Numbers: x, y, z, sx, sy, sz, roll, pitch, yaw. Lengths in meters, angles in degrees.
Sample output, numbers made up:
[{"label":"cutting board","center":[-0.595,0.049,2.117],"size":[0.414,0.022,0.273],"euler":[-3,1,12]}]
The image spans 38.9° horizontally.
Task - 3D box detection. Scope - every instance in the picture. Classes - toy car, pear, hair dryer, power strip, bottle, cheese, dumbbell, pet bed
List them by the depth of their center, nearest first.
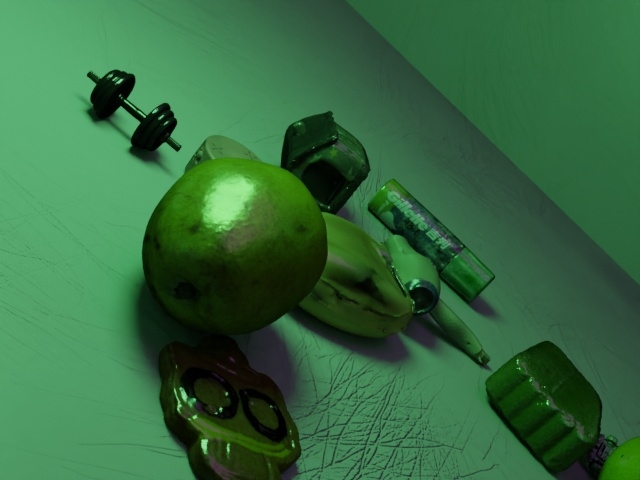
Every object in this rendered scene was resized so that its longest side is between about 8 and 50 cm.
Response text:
[{"label":"pear","center":[-0.123,0.011,1.287],"size":[0.253,0.253,0.307],"euler":[39,34,-3]},{"label":"dumbbell","center":[-0.327,-0.228,1.594],"size":[0.208,0.099,0.099],"euler":[40,23,0]},{"label":"cheese","center":[0.022,0.051,1.604],"size":[0.316,0.128,0.259],"euler":[23,24,-49]},{"label":"power strip","center":[-0.170,-0.119,1.665],"size":[0.154,0.078,0.154],"euler":[31,27,-18]},{"label":"pear","center":[0.615,0.451,1.667],"size":[0.187,0.220,0.187],"euler":[31,28,-19]},{"label":"toy car","center":[0.604,0.469,1.812],"size":[0.186,0.058,0.093],"euler":[38,57,4]},{"label":"pet bed","center":[-0.010,-0.160,1.842],"size":[0.159,0.183,0.211],"euler":[36,18,-15]},{"label":"hair dryer","center":[0.214,0.100,1.879],"size":[0.298,0.119,0.296],"euler":[43,13,-38]},{"label":"bottle","center":[0.256,-0.001,2.095],"size":[0.330,0.093,0.093],"euler":[44,23,9]}]

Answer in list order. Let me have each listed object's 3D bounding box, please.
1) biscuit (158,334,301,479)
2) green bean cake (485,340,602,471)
[{"label":"biscuit","center":[-0.112,0.219,1.186],"size":[0.208,0.041,0.290],"euler":[28,26,-30]},{"label":"green bean cake","center":[0.451,0.318,1.783],"size":[0.222,0.125,0.248],"euler":[49,26,16]}]
